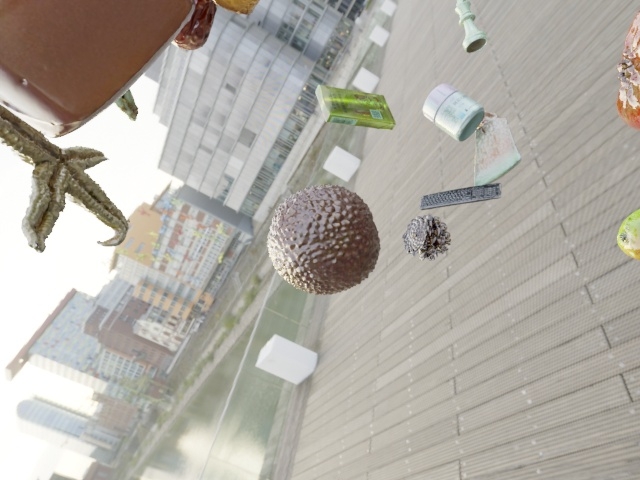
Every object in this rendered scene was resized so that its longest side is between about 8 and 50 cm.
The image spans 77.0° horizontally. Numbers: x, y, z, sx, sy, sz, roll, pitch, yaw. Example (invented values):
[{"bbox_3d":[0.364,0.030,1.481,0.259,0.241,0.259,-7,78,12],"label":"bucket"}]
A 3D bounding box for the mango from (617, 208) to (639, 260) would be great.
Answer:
[{"bbox_3d":[0.688,-0.028,0.757,0.233,0.125,0.111,-21,23,2],"label":"mango"}]

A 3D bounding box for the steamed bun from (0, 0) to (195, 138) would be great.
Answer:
[{"bbox_3d":[-0.427,-0.380,0.713,0.379,0.235,0.248,-50,40,-7],"label":"steamed bun"}]

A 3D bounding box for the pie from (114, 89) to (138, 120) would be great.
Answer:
[{"bbox_3d":[-0.679,-0.508,1.307,0.105,0.257,0.274,-31,41,-13],"label":"pie"}]

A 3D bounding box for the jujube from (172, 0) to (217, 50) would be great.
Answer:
[{"bbox_3d":[-0.360,-0.643,1.090,0.155,0.155,0.230,-93,25,-69],"label":"jujube"}]

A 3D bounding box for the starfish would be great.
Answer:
[{"bbox_3d":[-0.581,-0.119,0.865,0.432,0.082,0.324,32,-137,-84],"label":"starfish"}]

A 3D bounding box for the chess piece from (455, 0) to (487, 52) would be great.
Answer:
[{"bbox_3d":[0.374,-0.557,1.020,0.059,0.059,0.149,145,114,-65],"label":"chess piece"}]

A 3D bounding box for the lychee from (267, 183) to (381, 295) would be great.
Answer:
[{"bbox_3d":[0.005,-0.002,0.654,0.194,0.194,0.194,-58,12,20],"label":"lychee"}]

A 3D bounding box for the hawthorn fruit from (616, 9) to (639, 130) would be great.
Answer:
[{"bbox_3d":[0.741,-0.333,0.732,0.287,0.330,0.287,0,-90,-69],"label":"hawthorn fruit"}]

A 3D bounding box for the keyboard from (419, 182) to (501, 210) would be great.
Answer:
[{"bbox_3d":[0.443,-0.141,1.287,0.250,0.017,0.087,-7,37,29],"label":"keyboard"}]

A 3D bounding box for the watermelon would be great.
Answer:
[{"bbox_3d":[0.628,-0.324,1.445,0.264,0.151,0.302,-30,-62,-65],"label":"watermelon"}]

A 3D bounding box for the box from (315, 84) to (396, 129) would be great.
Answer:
[{"bbox_3d":[0.144,-0.533,1.620,0.043,0.311,0.173,-54,45,51],"label":"box"}]

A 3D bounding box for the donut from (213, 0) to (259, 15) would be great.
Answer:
[{"bbox_3d":[-0.240,-0.690,0.991,0.118,0.253,0.253,-26,32,37],"label":"donut"}]

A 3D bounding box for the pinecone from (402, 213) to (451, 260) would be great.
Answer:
[{"bbox_3d":[0.310,-0.007,1.158,0.140,0.121,0.140,-44,33,38],"label":"pinecone"}]

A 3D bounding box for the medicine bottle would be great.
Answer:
[{"bbox_3d":[0.446,-0.433,1.359,0.135,0.168,0.135,-35,-26,-20],"label":"medicine bottle"}]
